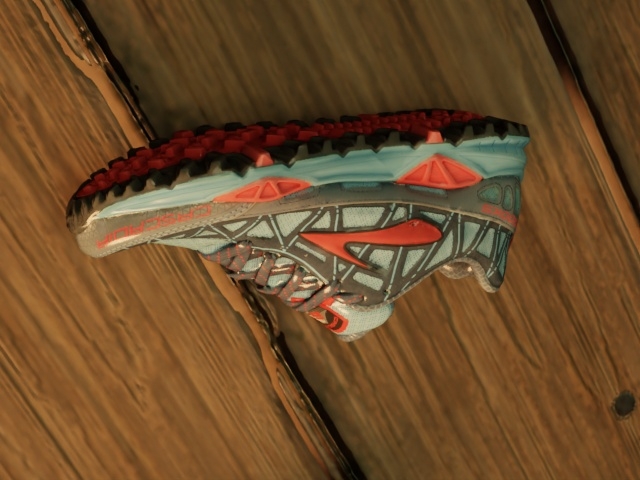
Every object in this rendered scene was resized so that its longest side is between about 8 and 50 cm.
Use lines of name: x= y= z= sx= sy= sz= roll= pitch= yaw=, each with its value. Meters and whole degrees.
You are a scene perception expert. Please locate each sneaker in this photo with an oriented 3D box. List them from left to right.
sneaker: x=0.000 y=0.000 z=0.541 sx=0.261 sy=0.104 sz=0.125 roll=-7 pitch=103 yaw=-19
